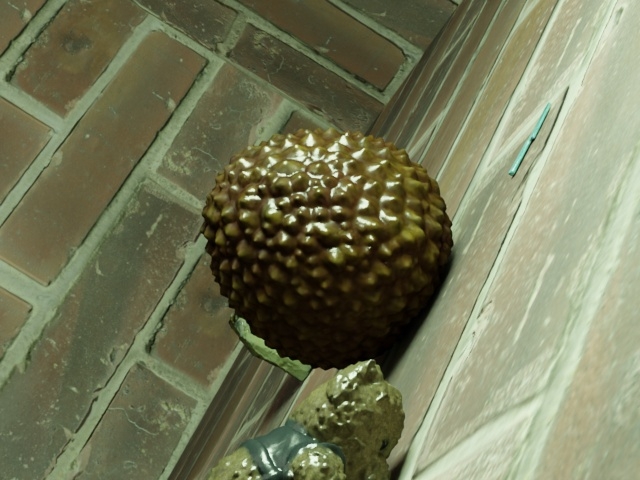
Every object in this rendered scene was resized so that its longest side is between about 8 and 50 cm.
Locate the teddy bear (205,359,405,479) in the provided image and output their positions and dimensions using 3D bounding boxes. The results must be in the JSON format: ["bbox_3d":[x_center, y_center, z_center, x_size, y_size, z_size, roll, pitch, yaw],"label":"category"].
[{"bbox_3d":[-0.026,0.202,0.941,0.251,0.129,0.182,-60,7,-20],"label":"teddy bear"}]

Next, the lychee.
[{"bbox_3d":[0.000,0.000,1.293,0.267,0.267,0.267,-58,4,6],"label":"lychee"}]

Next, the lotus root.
[{"bbox_3d":[-0.069,0.150,1.863,0.070,0.144,0.143,-66,-6,13],"label":"lotus root"}]

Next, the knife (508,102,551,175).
[{"bbox_3d":[0.209,-0.101,1.241,0.091,0.005,0.014,-59,3,-21],"label":"knife"}]
